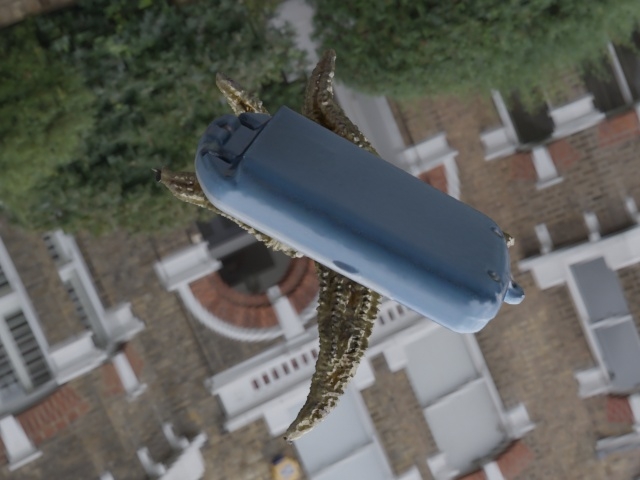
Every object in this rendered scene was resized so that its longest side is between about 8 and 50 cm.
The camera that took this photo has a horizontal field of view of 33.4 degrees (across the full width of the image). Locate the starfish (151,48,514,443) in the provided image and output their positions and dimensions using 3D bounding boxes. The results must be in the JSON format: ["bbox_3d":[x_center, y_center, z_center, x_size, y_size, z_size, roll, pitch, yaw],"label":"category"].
[{"bbox_3d":[-0.013,-0.022,0.966,0.301,0.293,0.084,-39,179,-20],"label":"starfish"}]

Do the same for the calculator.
[{"bbox_3d":[0.026,-0.015,0.622,0.039,0.210,0.121,-61,-178,27],"label":"calculator"}]
